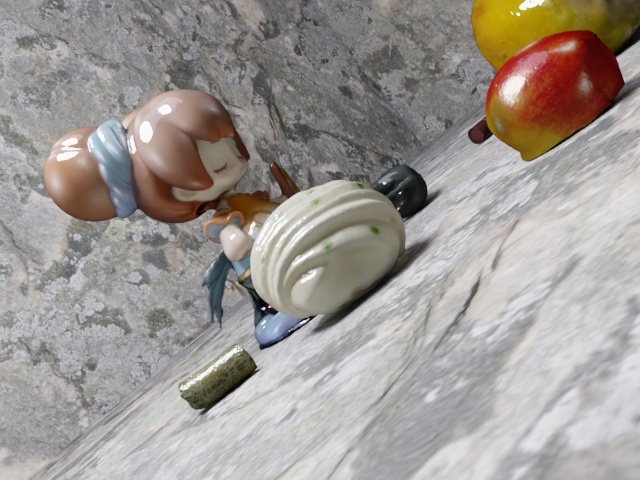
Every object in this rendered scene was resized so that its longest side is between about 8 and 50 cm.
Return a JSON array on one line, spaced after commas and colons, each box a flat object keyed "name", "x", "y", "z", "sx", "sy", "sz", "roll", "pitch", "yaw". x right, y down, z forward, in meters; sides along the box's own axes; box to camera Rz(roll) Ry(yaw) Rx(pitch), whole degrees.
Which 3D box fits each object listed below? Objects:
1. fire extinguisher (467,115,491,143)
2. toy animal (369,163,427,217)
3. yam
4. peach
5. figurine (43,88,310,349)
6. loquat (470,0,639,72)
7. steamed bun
[{"name": "fire extinguisher", "x": 0.352, "y": -0.244, "z": 1.446, "sx": 0.056, "sy": 0.039, "sz": 0.132, "roll": 10, "pitch": 37, "yaw": 40}, {"name": "toy animal", "x": 0.115, "y": -0.068, "z": 1.204, "sx": 0.137, "sy": 0.082, "sz": 0.269, "roll": -35, "pitch": -1, "yaw": 4}, {"name": "yam", "x": -0.119, "y": 0.159, "z": 0.813, "sx": 0.094, "sy": 0.043, "sz": 0.043, "roll": -37, "pitch": 3, "yaw": -4}, {"name": "peach", "x": 0.252, "y": -0.164, "z": 0.781, "sx": 0.151, "sy": 0.151, "sz": 0.118, "roll": -38, "pitch": -42, "yaw": -6}, {"name": "figurine", "x": -0.149, "y": -0.045, "z": 0.974, "sx": 0.248, "sy": 0.388, "sz": 0.276, "roll": -38, "pitch": 4, "yaw": 27}, {"name": "loquat", "x": 0.406, "y": -0.402, "z": 1.199, "sx": 0.276, "sy": 0.276, "sz": 0.284, "roll": -38, "pitch": 6, "yaw": -11}, {"name": "steamed bun", "x": 0.000, "y": 0.000, "z": 0.787, "sx": 0.182, "sy": 0.106, "sz": 0.183, "roll": -22, "pitch": 29, "yaw": 13}]
